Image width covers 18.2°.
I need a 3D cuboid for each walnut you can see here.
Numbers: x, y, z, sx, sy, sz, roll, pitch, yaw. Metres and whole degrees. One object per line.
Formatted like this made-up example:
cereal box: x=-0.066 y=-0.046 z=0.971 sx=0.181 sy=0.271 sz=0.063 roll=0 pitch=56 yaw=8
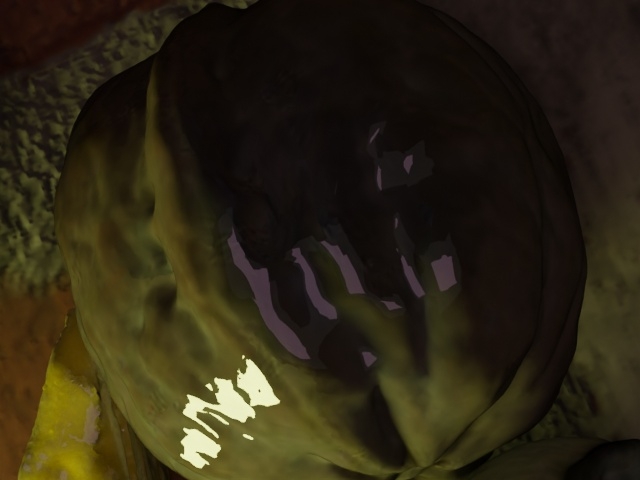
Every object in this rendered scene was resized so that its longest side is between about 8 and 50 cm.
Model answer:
walnut: x=0.000 y=0.000 z=0.819 sx=0.224 sy=0.224 sz=0.224 roll=0 pitch=88 yaw=4

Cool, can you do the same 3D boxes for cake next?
cake: x=-0.083 y=0.126 z=0.877 sx=0.116 sy=0.080 sz=0.185 roll=22 pitch=85 yaw=7

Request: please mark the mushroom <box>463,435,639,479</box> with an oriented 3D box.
mushroom: x=0.081 y=0.207 z=0.814 sx=0.164 sy=0.189 sz=0.267 roll=-7 pitch=119 yaw=33
